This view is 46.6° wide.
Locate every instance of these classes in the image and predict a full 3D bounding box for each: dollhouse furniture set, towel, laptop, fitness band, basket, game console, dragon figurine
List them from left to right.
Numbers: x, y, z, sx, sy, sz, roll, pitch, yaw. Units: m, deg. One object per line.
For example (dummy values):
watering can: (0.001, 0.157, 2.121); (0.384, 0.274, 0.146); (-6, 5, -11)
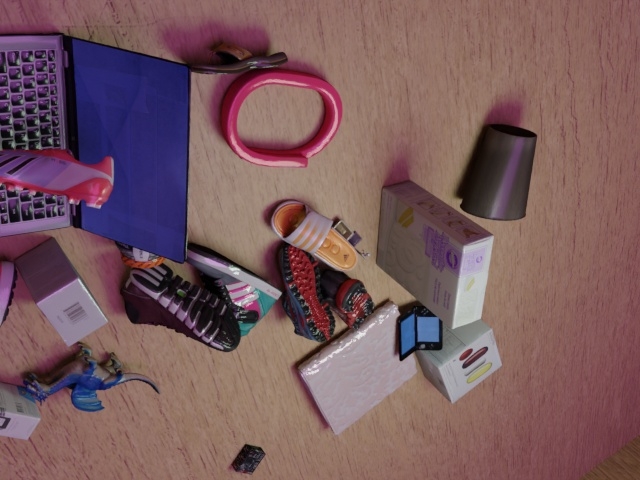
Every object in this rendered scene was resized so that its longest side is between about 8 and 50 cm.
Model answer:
laptop: (-0.463, -0.140, 1.286); (0.408, 0.236, 0.381); (-11, 122, -30)
dragon figurine: (-0.507, 0.319, 1.643); (0.289, 0.085, 0.144); (30, 98, -42)
fitness band: (-0.081, -0.263, 1.606); (0.291, 0.054, 0.208); (0, 115, -36)
dollhouse furniture set: (0.067, 0.014, 1.857); (0.091, 0.081, 0.114); (-46, 133, -3)
towel: (0.116, 0.367, 2.130); (0.332, 0.053, 0.316); (-35, 132, -15)
game console: (0.286, 0.267, 2.117); (0.124, 0.085, 0.143); (0, 113, 9)
basket: (0.489, -0.185, 1.988); (0.205, 0.154, 0.226); (-5, 116, -34)

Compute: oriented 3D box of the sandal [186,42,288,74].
sandal: (-0.165, -0.361, 1.463); (0.219, 0.090, 0.060); (-15, 108, -26)

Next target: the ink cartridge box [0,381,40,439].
ink cartridge box: (-0.679, 0.339, 1.523); (0.180, 0.104, 0.060); (27, 102, -41)

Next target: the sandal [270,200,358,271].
sandal: (0.005, -0.009, 1.764); (0.265, 0.076, 0.101); (32, 78, -29)

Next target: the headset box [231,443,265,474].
headset box: (-0.203, 0.615, 2.077); (0.062, 0.032, 0.083); (27, 101, -42)

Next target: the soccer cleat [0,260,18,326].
soccer cleat: (-0.665, 0.186, 1.399); (0.117, 0.109, 0.318); (15, 86, -27)

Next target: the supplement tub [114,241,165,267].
supplement tub: (-0.358, -0.047, 1.498); (0.117, 0.117, 0.190); (-11, 122, -30)

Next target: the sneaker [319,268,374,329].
sneaker: (0.059, 0.147, 1.929); (0.097, 0.135, 0.276); (-54, 158, -11)

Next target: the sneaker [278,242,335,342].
sneaker: (-0.063, 0.132, 1.824); (0.104, 0.125, 0.261); (-27, 105, -40)

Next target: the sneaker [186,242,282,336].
sneaker: (-0.233, 0.132, 1.702); (0.296, 0.124, 0.178); (34, 86, -44)

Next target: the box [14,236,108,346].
box: (-0.506, 0.098, 1.448); (0.091, 0.170, 0.130); (-34, 131, -15)

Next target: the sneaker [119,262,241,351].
sneaker: (-0.315, 0.163, 1.625); (0.281, 0.106, 0.162); (41, 132, -11)

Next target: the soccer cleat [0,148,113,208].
soccer cleat: (-0.472, -0.121, 1.253); (0.248, 0.083, 0.095); (13, 86, -4)

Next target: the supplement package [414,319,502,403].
supplement package: (0.415, 0.343, 2.260); (0.203, 0.149, 0.194); (-35, 132, -11)

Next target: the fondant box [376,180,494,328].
fondant box: (0.272, 0.027, 1.840); (0.096, 0.330, 0.238); (-16, 125, -27)
